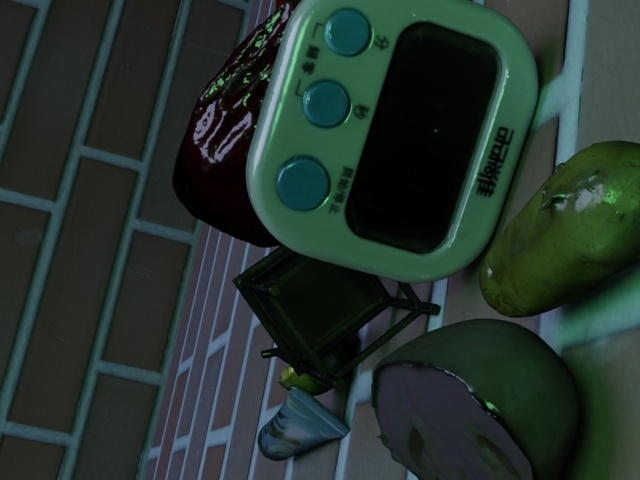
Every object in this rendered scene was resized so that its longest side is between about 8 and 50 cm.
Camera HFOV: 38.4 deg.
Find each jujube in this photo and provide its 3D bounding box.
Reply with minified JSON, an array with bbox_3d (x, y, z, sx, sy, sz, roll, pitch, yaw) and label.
[{"bbox_3d":[-0.010,-0.156,1.108,0.376,0.258,0.258,-41,21,8],"label":"jujube"}]

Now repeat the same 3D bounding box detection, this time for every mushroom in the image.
[{"bbox_3d":[0.119,0.119,0.663,0.117,0.141,0.188,-43,10,-19],"label":"mushroom"}]

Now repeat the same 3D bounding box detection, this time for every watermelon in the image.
[{"bbox_3d":[-0.001,0.158,1.152,0.105,0.062,0.105,-39,4,3],"label":"watermelon"}]

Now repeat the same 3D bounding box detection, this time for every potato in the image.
[{"bbox_3d":[0.174,-0.003,0.632,0.105,0.085,0.188,-37,-10,-36],"label":"potato"}]

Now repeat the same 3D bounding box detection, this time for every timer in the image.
[{"bbox_3d":[0.063,-0.099,0.841,0.087,0.237,0.262,-135,62,-75],"label":"timer"}]

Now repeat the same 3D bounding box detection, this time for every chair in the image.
[{"bbox_3d":[0.000,0.060,1.024,0.154,0.141,0.260,-36,10,-15],"label":"chair"}]

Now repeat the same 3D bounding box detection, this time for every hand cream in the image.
[{"bbox_3d":[-0.035,0.243,1.202,0.055,0.088,0.256,-48,-2,-29],"label":"hand cream"}]

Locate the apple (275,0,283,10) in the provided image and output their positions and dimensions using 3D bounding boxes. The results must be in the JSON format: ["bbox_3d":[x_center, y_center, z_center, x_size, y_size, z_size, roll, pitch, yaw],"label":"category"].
[{"bbox_3d":[0.021,-0.367,1.413,0.168,0.181,0.181,-138,64,-73],"label":"apple"}]
